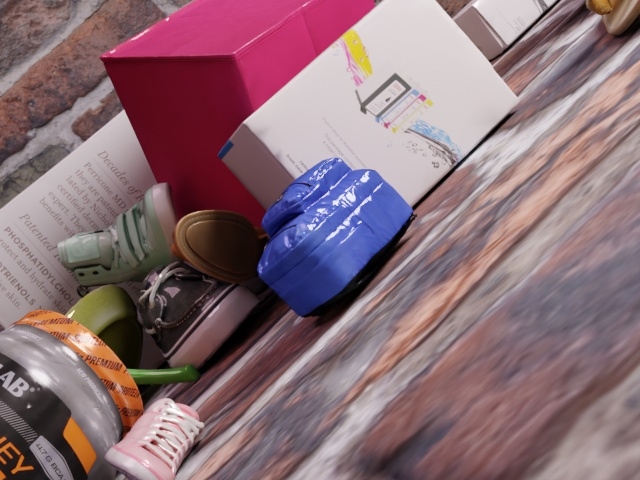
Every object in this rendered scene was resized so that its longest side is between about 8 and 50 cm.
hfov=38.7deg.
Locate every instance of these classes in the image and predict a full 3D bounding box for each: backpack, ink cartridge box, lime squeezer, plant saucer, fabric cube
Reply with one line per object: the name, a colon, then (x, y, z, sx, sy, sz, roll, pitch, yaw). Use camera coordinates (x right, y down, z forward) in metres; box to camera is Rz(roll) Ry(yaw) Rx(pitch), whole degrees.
backpack: (0.000, 0.000, 0.763, 0.120, 0.101, 0.098, -51, 4, -37)
ink cartridge box: (0.044, -0.115, 0.937, 0.232, 0.168, 0.171, -43, 6, -14)
lime squeezer: (-0.277, 0.194, 1.051, 0.310, 0.110, 0.059, -40, 25, 25)
ink cartridge box: (0.315, -0.393, 1.507, 0.219, 0.092, 0.160, -43, 6, -16)
plant saucer: (-0.295, 0.177, 1.179, 0.241, 0.037, 0.241, 21, -90, -74)
fabric cube: (-0.070, -0.174, 1.169, 0.254, 0.258, 0.259, 9, 40, 43)

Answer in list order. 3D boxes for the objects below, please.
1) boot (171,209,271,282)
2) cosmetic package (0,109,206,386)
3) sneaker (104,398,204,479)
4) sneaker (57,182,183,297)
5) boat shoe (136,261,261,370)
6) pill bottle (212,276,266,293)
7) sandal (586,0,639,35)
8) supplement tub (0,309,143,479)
boot: (-0.122, 0.008, 1.026, 0.152, 0.197, 0.073, 6, 82, 43)
cosmetic package: (-0.321, 0.029, 1.471, 0.393, 0.327, 0.329, -42, 6, -13)
sneaker: (-0.121, 0.151, 0.684, 0.070, 0.051, 0.134, -49, 4, -15)
sneaker: (-0.261, 0.007, 1.183, 0.151, 0.094, 0.256, -7, -19, -18)
boat shoe: (-0.173, 0.088, 1.107, 0.121, 0.119, 0.335, -44, 7, -22)
pill bottle: (-0.076, -0.013, 1.275, 0.103, 0.103, 0.184, -35, 9, 45)
sandal: (0.261, -0.251, 0.851, 0.088, 0.079, 0.240, -64, -4, 22)
supplement tub: (-0.306, 0.211, 0.761, 0.193, 0.193, 0.316, -35, 10, 48)
